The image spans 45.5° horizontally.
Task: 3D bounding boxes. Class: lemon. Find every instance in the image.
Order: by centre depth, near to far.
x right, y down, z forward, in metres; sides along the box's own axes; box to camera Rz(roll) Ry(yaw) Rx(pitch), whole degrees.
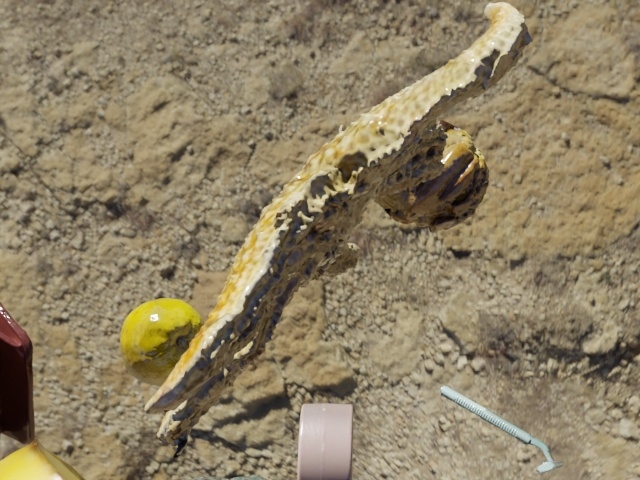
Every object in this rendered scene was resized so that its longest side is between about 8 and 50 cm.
[{"bbox_3d":[-0.305,0.197,1.471,0.170,0.207,0.170,11,69,-30],"label":"lemon"}]

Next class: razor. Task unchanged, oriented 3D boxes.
[{"bbox_3d":[0.277,0.286,1.184,0.211,0.084,0.036,34,93,29],"label":"razor"}]

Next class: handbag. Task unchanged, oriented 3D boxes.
[{"bbox_3d":[-0.541,0.177,1.202,0.084,0.260,0.275,-22,52,-36],"label":"handbag"}]

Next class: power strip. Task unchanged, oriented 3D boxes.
[{"bbox_3d":[0.008,0.309,1.080,0.078,0.154,0.154,2,65,2],"label":"power strip"}]

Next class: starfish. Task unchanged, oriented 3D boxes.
[{"bbox_3d":[-0.003,-0.003,0.449,0.060,0.299,0.302,42,60,4],"label":"starfish"}]

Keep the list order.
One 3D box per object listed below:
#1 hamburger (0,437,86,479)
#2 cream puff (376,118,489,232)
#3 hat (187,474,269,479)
[{"bbox_3d":[-0.276,0.429,0.785,0.395,0.396,0.277,34,68,24],"label":"hamburger"},{"bbox_3d":[0.124,-0.063,0.805,0.104,0.119,0.133,45,38,21],"label":"cream puff"},{"bbox_3d":[-0.124,0.458,1.233,0.265,0.265,0.128,43,119,26],"label":"hat"}]
